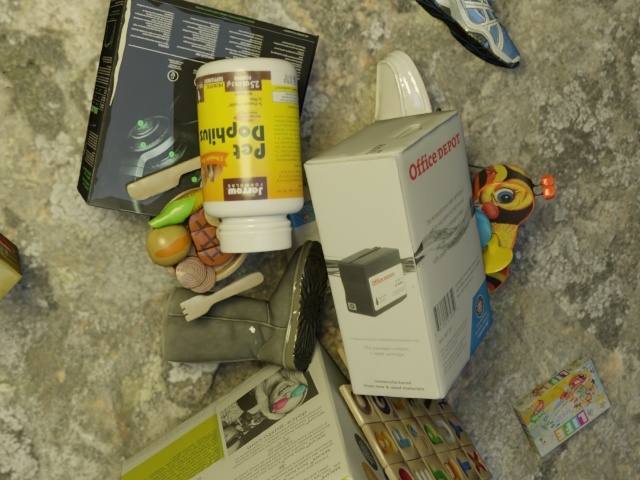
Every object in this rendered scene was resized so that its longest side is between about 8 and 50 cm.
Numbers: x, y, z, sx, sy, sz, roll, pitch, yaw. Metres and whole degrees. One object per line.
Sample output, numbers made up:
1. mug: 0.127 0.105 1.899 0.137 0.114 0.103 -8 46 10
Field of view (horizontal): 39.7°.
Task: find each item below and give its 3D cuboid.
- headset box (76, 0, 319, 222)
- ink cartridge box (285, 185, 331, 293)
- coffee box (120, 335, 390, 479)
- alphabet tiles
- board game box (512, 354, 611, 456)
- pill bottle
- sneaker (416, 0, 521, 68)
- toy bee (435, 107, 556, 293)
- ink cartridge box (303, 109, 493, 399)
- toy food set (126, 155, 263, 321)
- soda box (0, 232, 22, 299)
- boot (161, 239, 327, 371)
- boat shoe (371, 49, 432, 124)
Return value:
1. headset box: -0.162 -0.150 1.130 0.246 0.131 0.283 9 98 -23
2. ink cartridge box: 0.000 0.000 1.246 0.092 0.090 0.143 -19 108 -16
3. coffee box: -0.038 0.403 1.143 0.338 0.334 0.338 -33 111 5
4. alphabet tiles: 0.143 0.272 1.229 0.011 0.285 0.342 -37 158 18
5. board game box: 0.407 0.279 1.495 0.154 0.026 0.103 -33 111 -12
6. pill bottle: -0.080 -0.096 1.022 0.117 0.117 0.215 -4 93 -20
7. sneaker: 0.222 -0.326 1.267 0.211 0.080 0.081 39 89 -24
8. toy bee: 0.251 -0.036 1.262 0.162 0.195 0.298 -1 147 11
9. ink cartridge box: 0.109 0.012 1.126 0.223 0.129 0.308 -38 120 -55
10. toy food set: -0.144 -0.001 1.080 0.132 0.038 0.192 -26 113 -12
11. soda box: -0.398 0.026 1.050 0.058 0.181 0.061 -48 112 -5
12. boot: -0.104 0.083 1.187 0.076 0.208 0.190 37 62 -55
13. boat shoe: 0.102 -0.125 1.254 0.096 0.098 0.277 -14 107 -19
